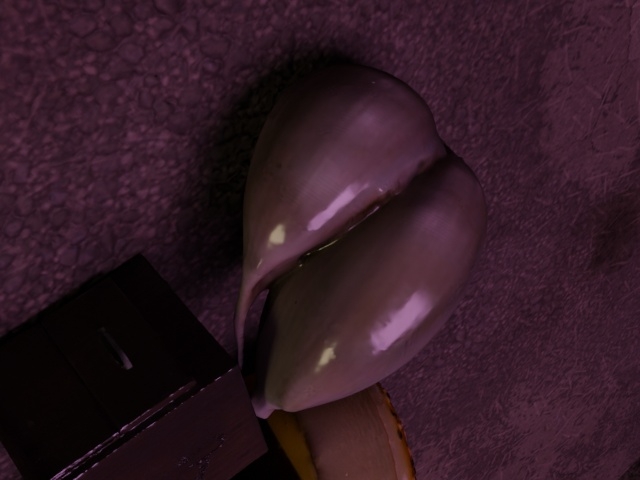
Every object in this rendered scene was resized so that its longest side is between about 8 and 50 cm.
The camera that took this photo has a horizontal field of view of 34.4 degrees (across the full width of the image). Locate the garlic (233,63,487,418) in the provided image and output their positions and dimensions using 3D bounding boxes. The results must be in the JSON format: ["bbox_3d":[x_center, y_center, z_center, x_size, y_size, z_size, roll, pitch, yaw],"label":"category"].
[{"bbox_3d":[0.000,0.000,0.941,0.231,0.246,0.340,41,83,-20],"label":"garlic"}]

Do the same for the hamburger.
[{"bbox_3d":[-0.009,0.272,1.146,0.176,0.300,0.300,4,122,-33],"label":"hamburger"}]

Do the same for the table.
[{"bbox_3d":[-0.183,0.151,0.932,0.193,0.169,0.172,-33,143,-18],"label":"table"}]
